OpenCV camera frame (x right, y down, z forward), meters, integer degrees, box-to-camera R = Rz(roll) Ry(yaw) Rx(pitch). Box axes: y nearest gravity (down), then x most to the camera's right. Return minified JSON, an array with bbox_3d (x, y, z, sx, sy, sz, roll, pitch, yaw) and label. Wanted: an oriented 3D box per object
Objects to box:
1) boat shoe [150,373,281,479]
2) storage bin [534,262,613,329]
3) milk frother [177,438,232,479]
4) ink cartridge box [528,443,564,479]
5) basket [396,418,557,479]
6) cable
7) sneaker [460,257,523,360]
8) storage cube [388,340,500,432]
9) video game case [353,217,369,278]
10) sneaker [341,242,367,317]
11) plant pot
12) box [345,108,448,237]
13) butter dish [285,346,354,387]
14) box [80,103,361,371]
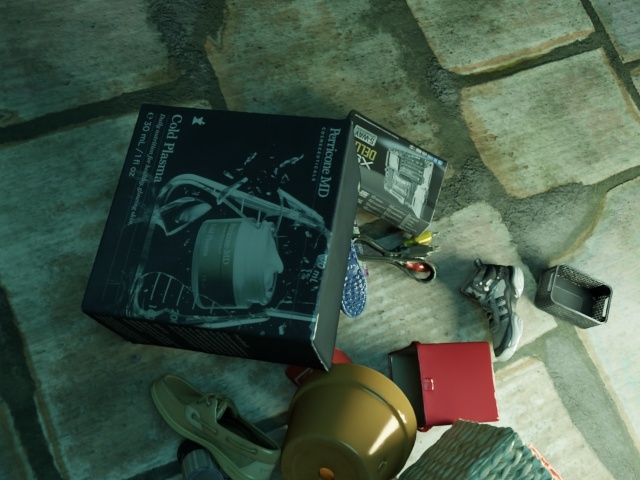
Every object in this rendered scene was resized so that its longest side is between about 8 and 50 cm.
[{"bbox_3d":[-0.221,0.380,1.444,0.341,0.121,0.110,33,107,22],"label":"boat shoe"},{"bbox_3d":[0.695,0.154,1.853,0.180,0.084,0.122,24,68,-7],"label":"storage bin"},{"bbox_3d":[-0.227,0.500,1.451,0.143,0.135,0.129,-10,107,-15],"label":"milk frother"},{"bbox_3d":[0.576,0.741,1.632,0.308,0.091,0.385,-42,89,-23],"label":"ink cartridge box"},{"bbox_3d":[0.298,0.563,1.330,0.331,0.328,0.266,-40,87,-14],"label":"basket"},{"bbox_3d":[0.192,0.045,1.752,0.287,0.072,0.140,-1,88,-17],"label":"cable"},{"bbox_3d":[0.442,0.175,1.769,0.153,0.101,0.269,17,63,-10],"label":"sneaker"},{"bbox_3d":[0.292,0.348,1.622,0.193,0.184,0.215,1,73,-16],"label":"storage cube"},{"bbox_3d":[0.000,0.000,1.723,0.210,0.042,0.232,-7,76,-19],"label":"video game case"},{"bbox_3d":[0.051,0.073,1.658,0.081,0.090,0.232,-16,102,-22],"label":"sneaker"},{"bbox_3d":[0.043,0.435,1.432,0.291,0.291,0.203,44,28,1],"label":"plant pot"},{"bbox_3d":[0.167,-0.179,1.778,0.307,0.076,0.243,28,51,-6],"label":"box"},{"bbox_3d":[0.026,0.307,1.594,0.160,0.160,0.118,43,44,-1],"label":"butter dish"},{"bbox_3d":[-0.182,-0.006,1.457,0.471,0.297,0.480,6,70,9],"label":"box"}]
